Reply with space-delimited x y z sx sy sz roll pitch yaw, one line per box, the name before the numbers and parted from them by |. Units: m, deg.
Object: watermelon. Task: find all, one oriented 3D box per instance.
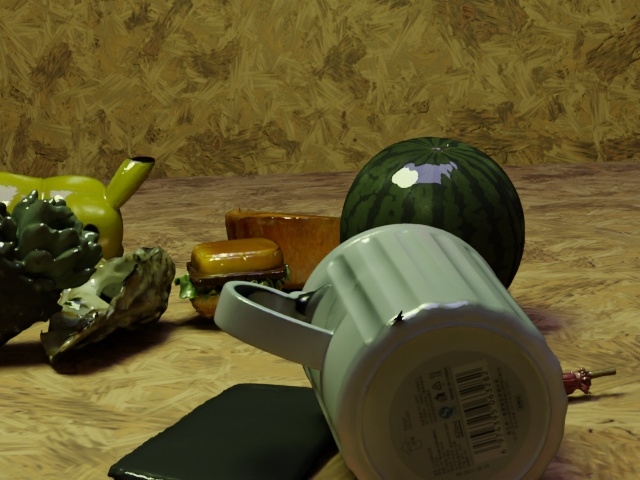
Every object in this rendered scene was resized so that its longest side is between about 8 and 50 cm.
watermelon | 0.120 -0.005 1.193 0.212 0.212 0.212 -3 9 0

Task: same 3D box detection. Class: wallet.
wallet | -0.052 0.150 0.834 0.124 0.025 0.244 3 9 18

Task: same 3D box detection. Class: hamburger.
hamburger | -0.106 0.048 1.300 0.137 0.087 0.166 -4 7 -7

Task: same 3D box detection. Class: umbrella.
umbrella | 0.174 0.126 0.918 0.165 0.025 0.027 -7 29 -12

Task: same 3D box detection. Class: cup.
cup | 0.047 0.094 0.761 0.221 0.167 0.202 -13 13 -3

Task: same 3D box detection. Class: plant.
plant | -0.330 0.028 1.157 0.194 0.129 0.132 -38 18 3

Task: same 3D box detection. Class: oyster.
oyster | -0.245 0.079 1.216 0.166 0.094 0.294 -20 16 12

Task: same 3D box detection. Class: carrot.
carrot | 0.000 0.000 1.550 0.258 0.100 0.307 4 9 22

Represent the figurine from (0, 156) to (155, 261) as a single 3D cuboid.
figurine | -0.415 -0.018 1.608 0.326 0.218 0.169 2 48 -13
